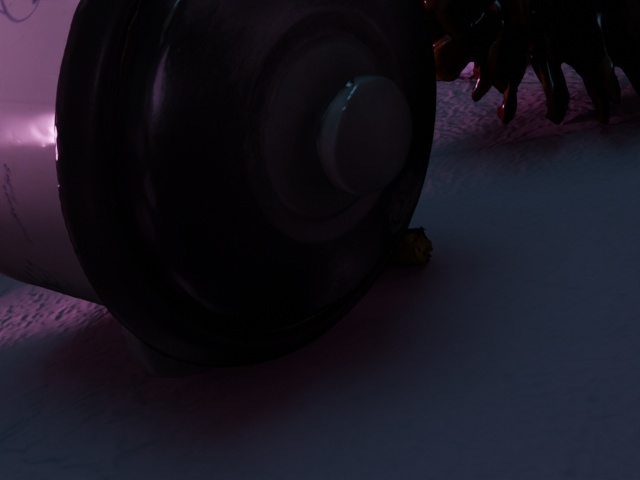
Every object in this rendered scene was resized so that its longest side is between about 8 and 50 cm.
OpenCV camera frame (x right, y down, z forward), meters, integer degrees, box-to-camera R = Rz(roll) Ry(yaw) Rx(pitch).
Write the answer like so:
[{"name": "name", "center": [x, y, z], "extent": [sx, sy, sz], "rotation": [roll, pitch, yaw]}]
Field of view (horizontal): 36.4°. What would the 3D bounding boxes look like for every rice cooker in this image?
[{"name": "rice cooker", "center": [-0.078, -0.076, 0.558], "extent": [0.317, 0.316, 0.264], "rotation": [6, 1, 42]}]

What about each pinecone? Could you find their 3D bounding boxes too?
[{"name": "pinecone", "center": [0.219, -0.203, 0.742], "extent": [0.292, 0.246, 0.246], "rotation": [9, 31, 26]}]

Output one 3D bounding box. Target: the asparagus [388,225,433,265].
[{"name": "asparagus", "center": [0.000, 0.000, 0.663], "extent": [0.165, 0.030, 0.036], "rotation": [5, 39, 39]}]

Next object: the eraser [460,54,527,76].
[{"name": "eraser", "center": [0.223, -0.251, 1.044], "extent": [0.227, 0.081, 0.174], "rotation": [-21, 19, -12]}]
